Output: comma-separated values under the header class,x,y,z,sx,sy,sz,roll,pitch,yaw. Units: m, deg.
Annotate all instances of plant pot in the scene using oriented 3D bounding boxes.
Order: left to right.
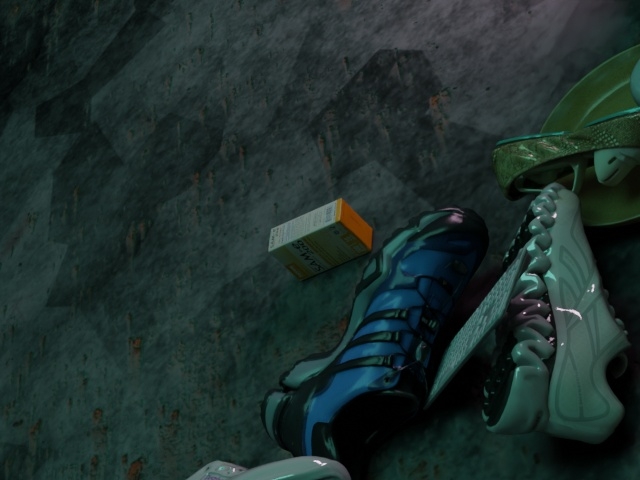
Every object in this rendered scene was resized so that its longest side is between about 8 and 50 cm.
class,x,y,z,sx,sy,sz,roll,pitch,yaw
plant pot,0.315,-0.102,1.606,0.236,0.032,0.236,-27,39,24

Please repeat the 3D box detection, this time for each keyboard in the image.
class,x,y,z,sx,sy,sz,roll,pitch,yaw
keyboard,0.138,0.085,1.483,0.072,0.014,0.256,-60,-2,-26

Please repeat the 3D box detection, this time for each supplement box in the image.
class,x,y,z,sx,sy,sz,roll,pitch,yaw
supplement box,0.000,0.000,1.803,0.098,0.062,0.036,-24,41,29

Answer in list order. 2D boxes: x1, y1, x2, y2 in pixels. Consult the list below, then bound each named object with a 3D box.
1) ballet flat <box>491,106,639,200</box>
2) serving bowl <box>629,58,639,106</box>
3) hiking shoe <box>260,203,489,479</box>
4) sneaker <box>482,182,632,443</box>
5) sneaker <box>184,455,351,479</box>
class,x,y,z,sx,sy,sz,roll,pitch,yaw
ballet flat,0.258,-0.079,1.572,0.206,0.073,0.067,-15,72,41
serving bowl,0.337,-0.167,1.597,0.083,0.027,0.083,-27,37,23
hiking shoe,0.078,0.108,1.588,0.304,0.113,0.132,-54,42,5
sneaker,0.219,0.068,1.473,0.110,0.118,0.292,109,175,-46
sneaker,-0.084,0.252,1.558,0.305,0.114,0.152,-33,30,38
